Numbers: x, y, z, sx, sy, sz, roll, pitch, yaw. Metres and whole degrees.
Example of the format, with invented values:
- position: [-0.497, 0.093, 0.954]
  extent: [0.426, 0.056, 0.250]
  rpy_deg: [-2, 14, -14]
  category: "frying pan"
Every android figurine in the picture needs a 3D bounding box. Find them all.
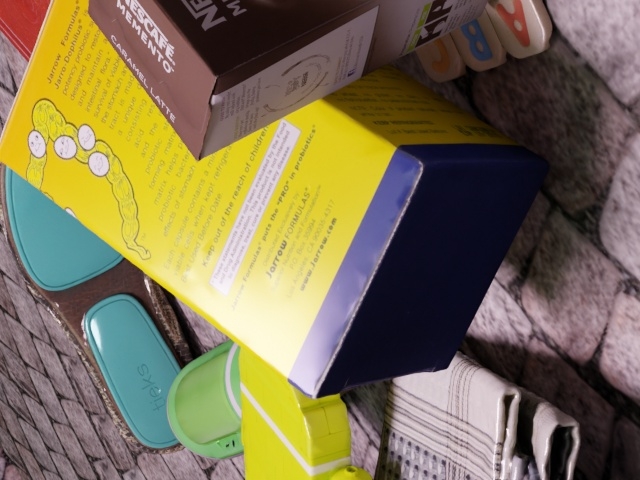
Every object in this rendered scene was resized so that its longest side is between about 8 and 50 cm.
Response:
- position: [-0.020, 0.198, 1.491]
  extent: [0.248, 0.056, 0.272]
  rpy_deg: [-138, 42, -56]
  category: "android figurine"

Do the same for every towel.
- position: [0.103, 0.251, 1.337]
  extent: [0.324, 0.056, 0.312]
  rpy_deg: [-155, 75, -70]
  category: "towel"

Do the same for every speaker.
- position: [-0.081, 0.171, 1.765]
  extent: [0.131, 0.131, 0.296]
  rpy_deg: [60, 155, 1]
  category: "speaker"

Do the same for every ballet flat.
- position: [-0.282, 0.045, 2.001]
  extent: [0.182, 0.164, 0.482]
  rpy_deg: [-129, 15, -71]
  category: "ballet flat"

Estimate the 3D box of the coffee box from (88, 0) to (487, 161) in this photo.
- position: [-0.014, -0.178, 1.057]
  extent: [0.141, 0.247, 0.098]
  rpy_deg: [52, 154, 17]
  category: "coffee box"

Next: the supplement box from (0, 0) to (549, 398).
- position: [-0.043, -0.062, 1.219]
  extent: [0.356, 0.194, 0.195]
  rpy_deg: [35, 111, 28]
  category: "supplement box"

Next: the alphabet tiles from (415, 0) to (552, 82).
- position: [0.064, -0.250, 1.155]
  extent: [0.284, 0.021, 0.278]
  rpy_deg: [-9, 109, 63]
  category: "alphabet tiles"

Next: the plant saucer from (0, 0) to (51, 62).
- position: [-0.330, -0.288, 1.830]
  extent: [0.258, 0.048, 0.259]
  rpy_deg: [47, 152, 25]
  category: "plant saucer"

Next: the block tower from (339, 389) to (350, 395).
- position: [0.000, 0.000, 1.466]
  extent: [0.097, 0.091, 0.335]
  rpy_deg: [41, 148, 38]
  category: "block tower"
